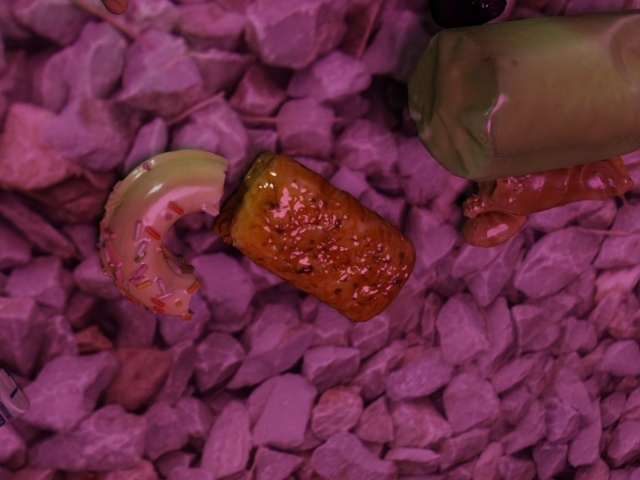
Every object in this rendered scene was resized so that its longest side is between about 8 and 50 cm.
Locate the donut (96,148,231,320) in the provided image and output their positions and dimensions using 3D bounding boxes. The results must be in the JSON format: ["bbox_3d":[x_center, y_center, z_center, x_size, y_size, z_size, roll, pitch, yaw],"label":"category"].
[{"bbox_3d":[-0.147,-0.007,0.882,0.108,0.065,0.166,13,105,-31],"label":"donut"}]

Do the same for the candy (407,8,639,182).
[{"bbox_3d":[0.245,-0.151,0.956,0.343,0.142,0.132,-15,140,-34],"label":"candy"}]

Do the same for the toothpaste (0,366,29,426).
[{"bbox_3d":[-0.380,0.198,0.868,0.239,0.039,0.062,-32,127,-14],"label":"toothpaste"}]

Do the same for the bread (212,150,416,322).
[{"bbox_3d":[0.000,0.000,0.956,0.211,0.083,0.114,31,100,-33],"label":"bread"}]

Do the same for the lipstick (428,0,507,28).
[{"bbox_3d":[0.112,-0.337,0.860,0.081,0.081,0.299,-26,124,-16],"label":"lipstick"}]

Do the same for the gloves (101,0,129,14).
[{"bbox_3d":[-0.111,-0.281,0.695,0.152,0.197,0.301,-47,173,-34],"label":"gloves"}]

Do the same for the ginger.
[{"bbox_3d":[0.242,-0.072,1.053,0.205,0.081,0.115,-24,105,-9],"label":"ginger"}]
